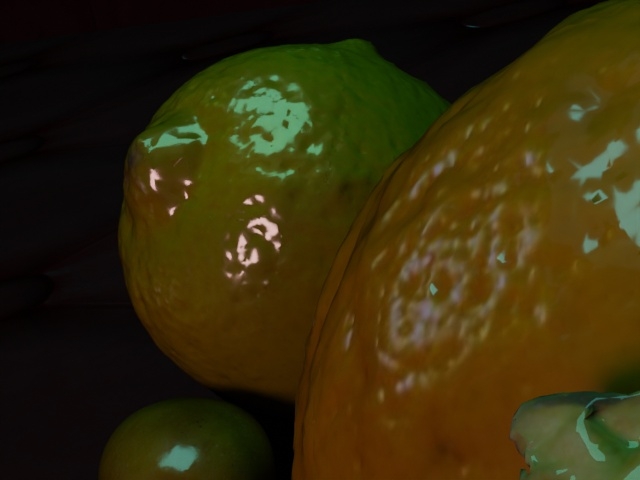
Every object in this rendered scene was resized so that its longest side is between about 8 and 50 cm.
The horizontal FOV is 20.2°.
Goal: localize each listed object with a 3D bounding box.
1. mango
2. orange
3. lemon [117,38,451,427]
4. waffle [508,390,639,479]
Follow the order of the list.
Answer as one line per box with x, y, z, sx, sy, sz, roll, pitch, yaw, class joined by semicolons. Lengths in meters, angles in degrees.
-0.078;0.129;1.042;0.102;0.084;0.184;-11;10;-3;mango
0.152;0.058;0.605;0.341;0.293;0.340;-13;-17;-4;orange
0.000;0.000;1.100;0.233;0.288;0.233;-30;45;36;lemon
0.119;0.136;0.374;0.250;0.056;0.261;-7;60;14;waffle
